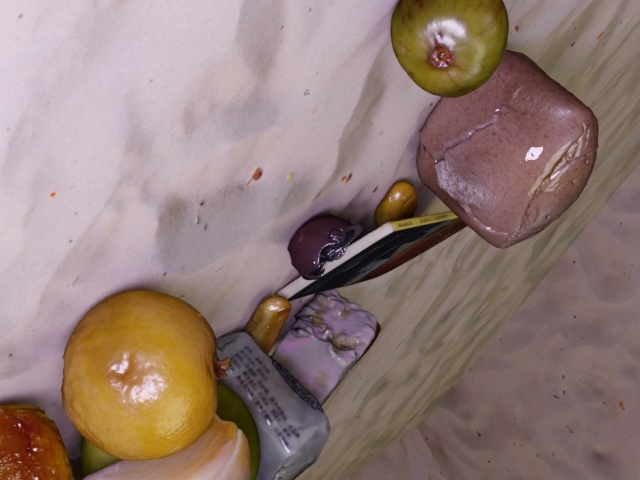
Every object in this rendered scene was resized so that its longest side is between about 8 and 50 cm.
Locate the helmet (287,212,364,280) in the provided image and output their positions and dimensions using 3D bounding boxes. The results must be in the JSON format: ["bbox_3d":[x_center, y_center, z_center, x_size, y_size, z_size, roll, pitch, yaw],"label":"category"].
[{"bbox_3d":[0.000,0.000,1.387,0.123,0.070,0.098,-46,167,-10],"label":"helmet"}]

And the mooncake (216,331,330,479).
[{"bbox_3d":[-0.116,0.303,1.523,0.136,0.254,0.250,-29,159,-39],"label":"mooncake"}]

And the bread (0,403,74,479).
[{"bbox_3d":[-0.340,0.368,1.026,0.185,0.380,0.109,-10,148,-40],"label":"bread"}]

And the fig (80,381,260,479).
[{"bbox_3d":[-0.223,0.313,1.360,0.258,0.258,0.326,-39,-176,-10],"label":"fig"}]

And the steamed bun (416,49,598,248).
[{"bbox_3d":[0.272,-0.128,1.424,0.199,0.251,0.301,-22,150,-22],"label":"steamed bun"}]

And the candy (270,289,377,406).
[{"bbox_3d":[-0.009,0.206,1.646,0.195,0.137,0.185,-57,173,34],"label":"candy"}]

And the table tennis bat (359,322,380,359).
[{"bbox_3d":[0.035,0.303,2.123,0.310,0.038,0.200,-51,159,20],"label":"table tennis bat"}]

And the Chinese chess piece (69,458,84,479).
[{"bbox_3d":[-0.311,0.481,1.391,0.140,0.338,0.338,-59,158,8],"label":"Chinese chess piece"}]

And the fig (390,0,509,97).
[{"bbox_3d":[0.156,-0.267,1.089,0.148,0.186,0.142,-37,125,28],"label":"fig"}]

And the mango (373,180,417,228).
[{"bbox_3d":[0.129,-0.056,1.546,0.079,0.057,0.114,-27,147,-27],"label":"mango"}]

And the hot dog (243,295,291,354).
[{"bbox_3d":[-0.108,0.160,1.547,0.066,0.047,0.215,-12,147,-30],"label":"hot dog"}]

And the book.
[{"bbox_3d":[0.120,0.017,1.608,0.262,0.028,0.374,-34,167,32],"label":"book"}]

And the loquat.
[{"bbox_3d":[-0.216,0.163,1.116,0.208,0.208,0.208,-37,159,-16],"label":"loquat"}]

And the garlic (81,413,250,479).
[{"bbox_3d":[-0.202,0.318,1.148,0.245,0.164,0.145,-17,151,-3],"label":"garlic"}]
